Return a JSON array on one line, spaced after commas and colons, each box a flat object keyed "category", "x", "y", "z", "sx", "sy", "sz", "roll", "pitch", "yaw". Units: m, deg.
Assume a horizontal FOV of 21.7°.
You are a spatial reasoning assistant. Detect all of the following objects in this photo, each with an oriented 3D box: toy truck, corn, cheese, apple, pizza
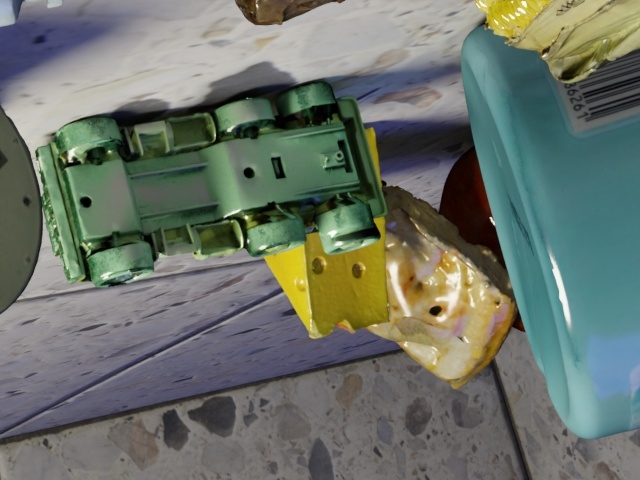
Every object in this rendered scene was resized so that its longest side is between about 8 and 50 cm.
[{"category": "toy truck", "x": -0.090, "y": -0.030, "z": 1.272, "sx": 0.259, "sy": 0.128, "sz": 0.135, "roll": -11, "pitch": 171, "yaw": -30}, {"category": "corn", "x": 0.168, "y": -0.166, "z": 0.878, "sx": 0.122, "sy": 0.123, "sz": 0.305, "roll": -27, "pitch": -177, "yaw": -13}, {"category": "cheese", "x": 0.000, "y": 0.000, "z": 1.470, "sx": 0.093, "sy": 0.171, "sz": 0.126, "roll": -9, "pitch": 167, "yaw": -41}, {"category": "apple", "x": 0.228, "y": -0.023, "z": 1.654, "sx": 0.230, "sy": 0.230, "sz": 0.230, "roll": -16, "pitch": 171, "yaw": -3}, {"category": "pizza", "x": 0.050, "y": 0.026, "z": 1.577, "sx": 0.189, "sy": 0.297, "sz": 0.071, "roll": -52, "pitch": -175, "yaw": 49}]

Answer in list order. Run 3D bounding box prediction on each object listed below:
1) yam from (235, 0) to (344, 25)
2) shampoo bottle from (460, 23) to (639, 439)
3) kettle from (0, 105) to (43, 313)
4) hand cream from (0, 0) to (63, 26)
[{"category": "yam", "x": 0.087, "y": -0.180, "z": 0.661, "sx": 0.280, "sy": 0.131, "sz": 0.131, "roll": -20, "pitch": 171, "yaw": -6}, {"category": "shampoo bottle", "x": 0.306, "y": -0.048, "z": 1.241, "sx": 0.343, "sy": 0.331, "sz": 0.331, "roll": -15, "pitch": 171, "yaw": 1}, {"category": "kettle", "x": -0.297, "y": -0.017, "z": 1.026, "sx": 0.243, "sy": 0.160, "sz": 0.210, "roll": -15, "pitch": -158, "yaw": 36}, {"category": "hand cream", "x": -0.211, "y": -0.115, "z": 0.810, "sx": 0.171, "sy": 0.043, "sz": 0.065, "roll": -13, "pitch": 174, "yaw": -11}]
